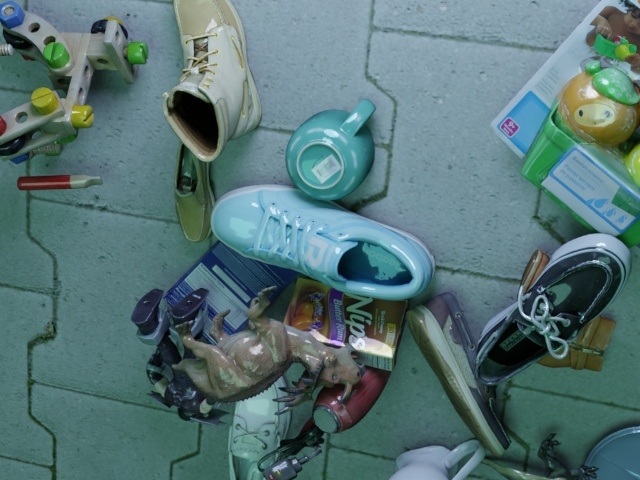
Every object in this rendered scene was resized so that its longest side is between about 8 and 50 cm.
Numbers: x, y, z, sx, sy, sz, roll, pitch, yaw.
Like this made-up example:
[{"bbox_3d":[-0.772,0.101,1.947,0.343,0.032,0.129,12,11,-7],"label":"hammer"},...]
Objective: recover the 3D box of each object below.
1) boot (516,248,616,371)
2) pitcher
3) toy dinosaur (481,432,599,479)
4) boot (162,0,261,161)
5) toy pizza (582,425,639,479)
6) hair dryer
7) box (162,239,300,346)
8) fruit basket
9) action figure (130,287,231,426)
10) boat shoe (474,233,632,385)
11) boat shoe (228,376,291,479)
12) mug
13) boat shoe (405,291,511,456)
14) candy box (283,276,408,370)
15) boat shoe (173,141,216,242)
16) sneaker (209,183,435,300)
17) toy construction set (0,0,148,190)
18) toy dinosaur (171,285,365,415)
[{"bbox_3d":[0.375,0.110,1.659,0.152,0.073,0.197,12,124,13],"label":"boot"},{"bbox_3d":[0.181,0.402,1.743,0.178,0.207,0.125,-34,98,22],"label":"pitcher"},{"bbox_3d":[0.382,0.383,1.732,0.268,0.064,0.118,26,126,20],"label":"toy dinosaur"},{"bbox_3d":[-0.178,-0.259,1.606,0.095,0.203,0.262,-11,107,18],"label":"boot"},{"bbox_3d":[0.522,0.382,1.734,0.201,0.032,0.201,5,111,13],"label":"toy pizza"},{"bbox_3d":[0.004,0.275,1.756,0.293,0.223,0.080,-39,93,-5],"label":"hair dryer"},{"bbox_3d":[-0.143,0.068,1.806,0.136,0.036,0.225,45,116,-4],"label":"box"},{"bbox_3d":[0.448,-0.158,1.463,0.327,0.165,0.353,40,135,-1],"label":"fruit basket"},{"bbox_3d":[-0.227,0.209,1.830,0.185,0.099,0.285,10,132,19],"label":"action figure"},{"bbox_3d":[0.323,0.109,1.559,0.113,0.105,0.306,42,131,-6],"label":"boat shoe"},{"bbox_3d":[-0.110,0.345,1.864,0.098,0.096,0.277,7,111,13],"label":"boat shoe"},{"bbox_3d":[0.012,-0.139,1.654,0.129,0.097,0.158,8,112,13],"label":"mug"},{"bbox_3d":[0.238,0.212,1.719,0.092,0.103,0.285,-33,100,-10],"label":"boat shoe"},{"bbox_3d":[0.039,0.132,1.737,0.187,0.109,0.053,12,150,10],"label":"candy box"},{"bbox_3d":[-0.213,-0.080,1.753,0.068,0.072,0.190,2,110,15],"label":"boat shoe"},{"bbox_3d":[0.000,0.000,1.663,0.366,0.150,0.135,13,97,4],"label":"sneaker"},{"bbox_3d":[-0.385,-0.215,1.694,0.237,0.257,0.309,-1,130,3],"label":"toy construction set"},{"bbox_3d":[-0.102,0.192,1.652,0.296,0.127,0.200,-23,84,15],"label":"toy dinosaur"}]
